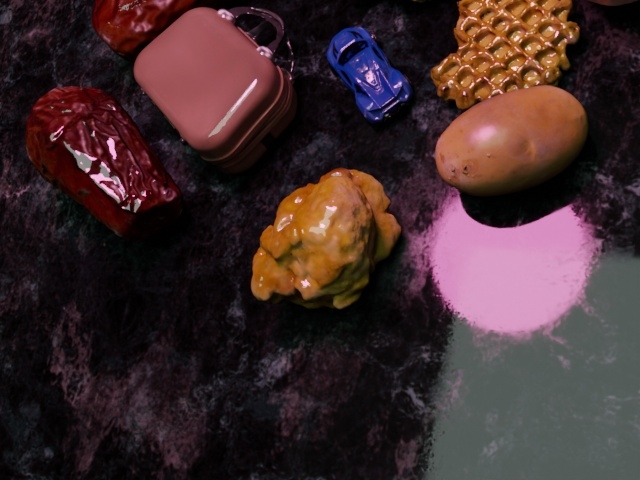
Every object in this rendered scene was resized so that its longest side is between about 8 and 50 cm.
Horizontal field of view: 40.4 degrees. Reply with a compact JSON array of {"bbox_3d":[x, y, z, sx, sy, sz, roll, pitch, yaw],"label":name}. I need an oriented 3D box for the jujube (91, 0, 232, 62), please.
[{"bbox_3d":[-0.293,-0.488,1.678,0.318,0.223,0.223,-42,58,8],"label":"jujube"}]

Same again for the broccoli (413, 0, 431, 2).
[{"bbox_3d":[0.135,-0.519,1.474,0.288,0.245,0.248,-37,84,35],"label":"broccoli"}]

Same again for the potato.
[{"bbox_3d":[0.288,-0.149,1.318,0.233,0.146,0.150,-23,91,15],"label":"potato"}]

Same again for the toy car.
[{"bbox_3d":[0.078,-0.297,1.514,0.103,0.063,0.216,-36,59,9],"label":"toy car"}]

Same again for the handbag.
[{"bbox_3d":[-0.168,-0.299,1.585,0.283,0.149,0.302,-46,56,5],"label":"handbag"}]

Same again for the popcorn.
[{"bbox_3d":[0.004,-0.001,1.356,0.191,0.190,0.254,21,76,22],"label":"popcorn"}]

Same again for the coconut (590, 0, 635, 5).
[{"bbox_3d":[0.443,-0.471,1.306,0.241,0.241,0.241,-10,66,22],"label":"coconut"}]

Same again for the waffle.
[{"bbox_3d":[0.295,-0.331,1.431,0.249,0.056,0.253,-14,66,19],"label":"waffle"}]

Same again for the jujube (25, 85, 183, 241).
[{"bbox_3d":[-0.391,-0.136,1.598,0.342,0.216,0.216,40,90,24],"label":"jujube"}]
